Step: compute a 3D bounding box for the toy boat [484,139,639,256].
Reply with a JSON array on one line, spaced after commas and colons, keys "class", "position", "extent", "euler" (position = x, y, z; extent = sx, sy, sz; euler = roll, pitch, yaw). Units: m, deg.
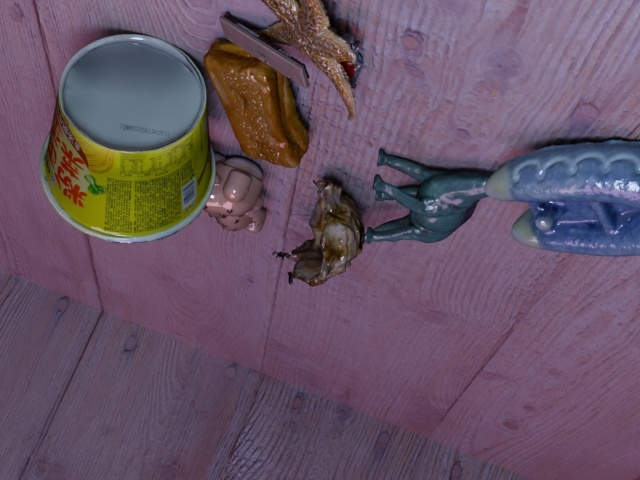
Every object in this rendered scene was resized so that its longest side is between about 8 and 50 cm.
[{"class": "toy boat", "position": [0.406, -0.039, 1.834], "extent": [0.330, 0.123, 0.215], "euler": [-1, 144, 29]}]

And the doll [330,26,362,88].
[{"class": "doll", "position": [0.037, -0.264, 1.836], "extent": [0.057, 0.039, 0.114], "euler": [-6, 144, 11]}]

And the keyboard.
[{"class": "keyboard", "position": [-0.081, -0.279, 1.855], "extent": [0.166, 0.017, 0.055], "euler": [35, 162, 24]}]

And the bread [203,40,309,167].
[{"class": "bread", "position": [-0.102, -0.219, 2.020], "extent": [0.139, 0.077, 0.271], "euler": [18, 157, 22]}]

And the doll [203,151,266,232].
[{"class": "doll", "position": [-0.175, -0.083, 2.384], "extent": [0.154, 0.119, 0.278], "euler": [21, 168, 6]}]

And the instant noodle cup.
[{"class": "instant noodle cup", "position": [-0.310, -0.182, 2.063], "extent": [0.311, 0.311, 0.221], "euler": [22, 148, 2]}]

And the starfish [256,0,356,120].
[{"class": "starfish", "position": [-0.023, -0.289, 1.796], "extent": [0.231, 0.048, 0.295], "euler": [29, 159, 34]}]

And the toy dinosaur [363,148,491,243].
[{"class": "toy dinosaur", "position": [0.245, -0.042, 2.101], "extent": [0.331, 0.129, 0.383], "euler": [11, 159, 4]}]

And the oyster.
[{"class": "oyster", "position": [-0.001, 0.008, 2.311], "extent": [0.133, 0.198, 0.337], "euler": [23, 167, -7]}]
